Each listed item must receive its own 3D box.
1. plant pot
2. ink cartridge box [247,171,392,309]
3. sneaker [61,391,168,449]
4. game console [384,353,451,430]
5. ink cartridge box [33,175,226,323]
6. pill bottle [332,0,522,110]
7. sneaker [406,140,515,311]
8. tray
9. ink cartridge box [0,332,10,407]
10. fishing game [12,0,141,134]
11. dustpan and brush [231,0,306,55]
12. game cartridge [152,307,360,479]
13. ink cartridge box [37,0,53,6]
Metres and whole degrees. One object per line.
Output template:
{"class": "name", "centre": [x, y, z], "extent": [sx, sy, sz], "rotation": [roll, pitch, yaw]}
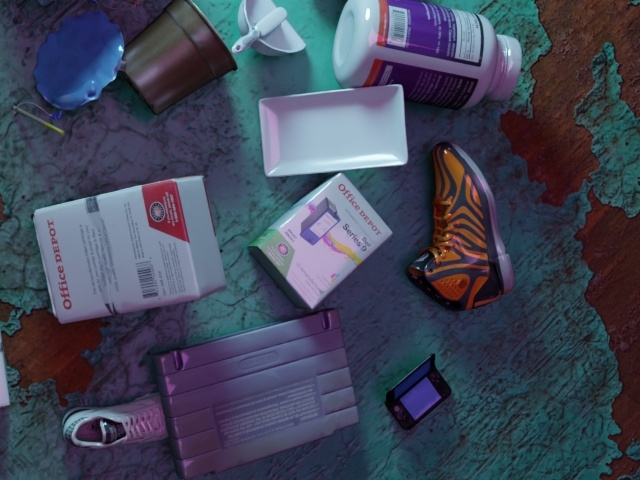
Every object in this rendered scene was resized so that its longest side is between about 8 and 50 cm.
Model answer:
{"class": "plant pot", "centre": [-0.258, -0.313, 1.845], "extent": [0.165, 0.167, 0.167], "rotation": [-38, 100, -5]}
{"class": "ink cartridge box", "centre": [0.000, 0.000, 1.947], "extent": [0.212, 0.093, 0.154], "rotation": [-42, 100, -15]}
{"class": "sneaker", "centre": [-0.325, 0.318, 1.846], "extent": [0.235, 0.095, 0.090], "rotation": [-10, 90, -19]}
{"class": "game console", "centre": [0.186, 0.286, 2.010], "extent": [0.122, 0.071, 0.107], "rotation": [-38, 99, -13]}
{"class": "ink cartridge box", "centre": [-0.316, 0.015, 1.773], "extent": [0.273, 0.114, 0.197], "rotation": [-10, 93, 20]}
{"class": "pill bottle", "centre": [0.195, -0.340, 1.962], "extent": [0.323, 0.181, 0.181], "rotation": [8, 87, -17]}
{"class": "sneaker", "centre": [0.236, -0.015, 2.000], "extent": [0.180, 0.124, 0.321], "rotation": [-23, 96, -17]}
{"class": "tray", "centre": [0.024, -0.196, 1.927], "extent": [0.270, 0.030, 0.145], "rotation": [-4, 92, 17]}
{"class": "ink cartridge box", "centre": [-0.565, 0.162, 1.741], "extent": [0.092, 0.158, 0.218], "rotation": [-7, 92, -17]}
{"class": "fishing game", "centre": [-0.403, -0.304, 1.813], "extent": [0.264, 0.189, 0.041], "rotation": [-64, 149, -7]}
{"class": "dustpan and brush", "centre": [-0.107, -0.369, 1.886], "extent": [0.147, 0.060, 0.211], "rotation": [51, 49, -10]}
{"class": "game cartridge", "centre": [-0.109, 0.270, 1.906], "extent": [0.355, 0.068, 0.230], "rotation": [-12, 97, -27]}
{"class": "ink cartridge box", "centre": [-0.372, -0.522, 1.782], "extent": [0.278, 0.201, 0.117], "rotation": [-34, 99, -14]}
